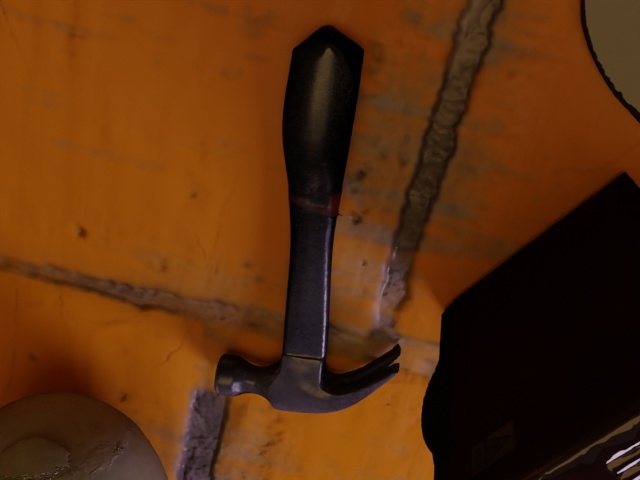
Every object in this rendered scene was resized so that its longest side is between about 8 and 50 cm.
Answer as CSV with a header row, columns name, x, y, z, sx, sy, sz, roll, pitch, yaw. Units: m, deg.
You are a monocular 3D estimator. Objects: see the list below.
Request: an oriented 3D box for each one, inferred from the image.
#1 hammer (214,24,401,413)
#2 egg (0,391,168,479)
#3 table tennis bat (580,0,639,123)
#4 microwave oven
name,x,y,z,sx,sy,sz,roll,pitch,yaw
hammer,0.000,0.000,0.566,0.137,0.037,0.290,8,117,4
egg,-0.205,0.232,0.627,0.186,0.186,0.253,9,122,4
table tennis bat,0.275,-0.099,0.489,0.154,0.021,0.274,-39,103,23
microwave oven,0.180,0.110,0.483,0.178,0.247,0.188,42,113,-10
